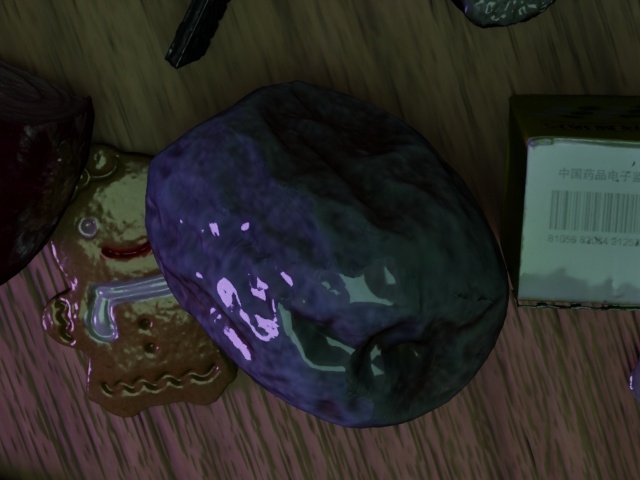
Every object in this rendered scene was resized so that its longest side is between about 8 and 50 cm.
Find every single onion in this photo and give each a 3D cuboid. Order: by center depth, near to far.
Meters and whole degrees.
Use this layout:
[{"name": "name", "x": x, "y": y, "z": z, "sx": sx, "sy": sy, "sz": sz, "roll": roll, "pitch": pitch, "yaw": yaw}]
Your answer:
[{"name": "onion", "x": -0.319, "y": -0.047, "z": 1.571, "sx": 0.216, "sy": 0.206, "sz": 0.207, "roll": 19, "pitch": 111, "yaw": 11}]

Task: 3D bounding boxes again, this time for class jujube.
[{"name": "jujube", "x": -0.004, "y": 0.007, "z": 1.549, "sx": 0.246, "sy": 0.308, "sz": 0.215, "roll": -9, "pitch": 131, "yaw": -29}]

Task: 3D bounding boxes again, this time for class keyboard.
[{"name": "keyboard", "x": -0.048, "y": -0.282, "z": 1.567, "sx": 0.018, "sy": 0.101, "sz": 0.310, "roll": 27, "pitch": 103, "yaw": 4}]

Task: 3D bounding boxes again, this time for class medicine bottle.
[{"name": "medicine bottle", "x": 0.222, "y": -0.036, "z": 1.548, "sx": 0.137, "sy": 0.250, "sz": 0.141, "roll": 4, "pitch": 102, "yaw": 1}]

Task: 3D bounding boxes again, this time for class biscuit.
[{"name": "biscuit", "x": -0.158, "y": 0.034, "z": 1.685, "sx": 0.184, "sy": 0.035, "sz": 0.249, "roll": -7, "pitch": 104, "yaw": 3}]

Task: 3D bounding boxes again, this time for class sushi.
[{"name": "sushi", "x": 0.172, "y": -0.238, "z": 1.585, "sx": 0.090, "sy": 0.078, "sz": 0.150, "roll": 43, "pitch": 101, "yaw": -15}]

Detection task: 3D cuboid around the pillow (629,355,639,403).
[{"name": "pillow", "x": 0.418, "y": 0.063, "z": 1.596, "sx": 0.120, "sy": 0.255, "sz": 0.322, "roll": 15, "pitch": 109, "yaw": -47}]
